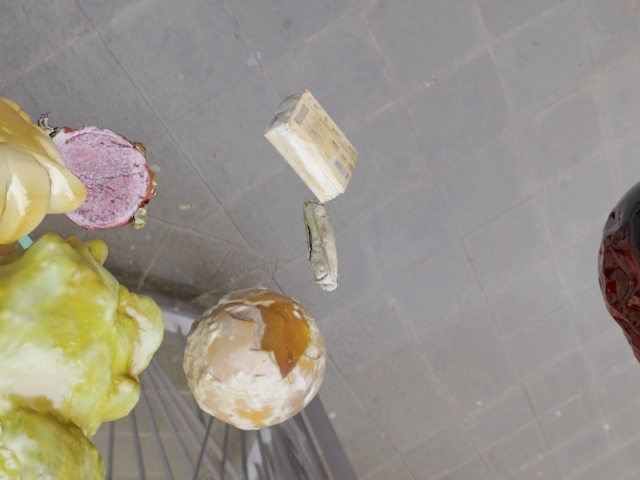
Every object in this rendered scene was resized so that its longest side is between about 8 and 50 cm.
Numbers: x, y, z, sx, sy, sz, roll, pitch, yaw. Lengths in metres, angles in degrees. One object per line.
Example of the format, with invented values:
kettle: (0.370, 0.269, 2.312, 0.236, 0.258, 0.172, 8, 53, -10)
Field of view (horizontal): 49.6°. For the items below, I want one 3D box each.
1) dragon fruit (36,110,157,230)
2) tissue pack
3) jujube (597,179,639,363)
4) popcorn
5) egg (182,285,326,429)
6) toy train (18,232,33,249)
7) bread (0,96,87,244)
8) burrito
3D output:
dragon fruit: (-0.442, -0.130, 1.377, 0.211, 0.147, 0.282, -45, 94, -11)
tissue pack: (-0.017, -0.219, 1.582, 0.090, 0.186, 0.222, -29, 117, 31)
jujube: (0.303, 0.035, 0.525, 0.168, 0.236, 0.168, 8, 125, 11)
popcorn: (-0.307, 0.149, 0.701, 0.290, 0.326, 0.320, -15, 125, -46)
egg: (-0.085, 0.162, 0.955, 0.195, 0.195, 0.233, -50, 148, 15)
toy train: (-0.547, 0.074, 1.270, 0.112, 0.163, 0.203, -33, 169, -29)
bread: (-0.340, -0.054, 0.510, 0.121, 0.173, 0.311, -50, 167, 23)
burrito: (-0.002, 0.001, 1.252, 0.045, 0.188, 0.058, -23, 149, 30)
